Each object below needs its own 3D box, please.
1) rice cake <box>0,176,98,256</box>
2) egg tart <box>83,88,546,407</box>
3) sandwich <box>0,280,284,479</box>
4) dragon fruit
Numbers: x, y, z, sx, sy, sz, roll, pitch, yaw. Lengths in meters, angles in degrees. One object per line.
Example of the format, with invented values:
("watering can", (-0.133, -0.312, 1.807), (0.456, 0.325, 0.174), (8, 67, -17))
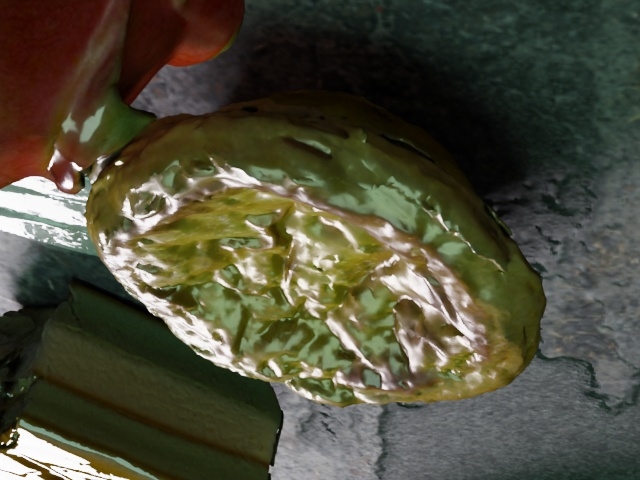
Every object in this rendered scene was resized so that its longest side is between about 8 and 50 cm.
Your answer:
("rice cake", (-0.259, -0.052, 1.054), (0.211, 0.038, 0.124), (12, 146, 3))
("egg tart", (-0.003, -0.002, 0.961), (0.341, 0.129, 0.341), (10, 147, 6))
("sandwich", (-0.180, 0.146, 1.206), (0.227, 0.155, 0.198), (-8, 141, 27))
("dragon fruit", (-0.169, -0.166, 0.680), (0.225, 0.305, 0.305), (-21, 141, -1))
